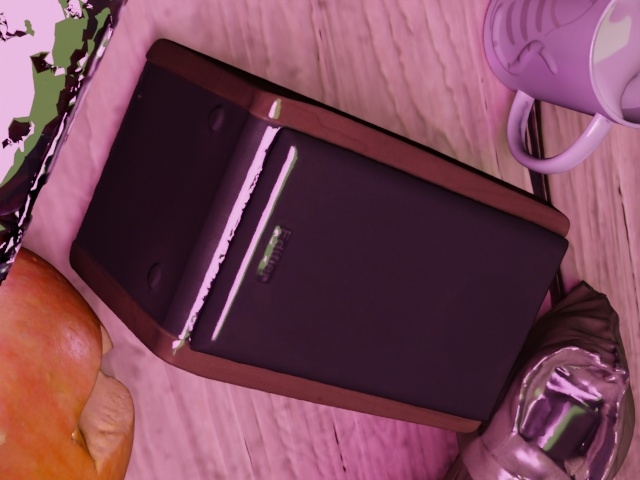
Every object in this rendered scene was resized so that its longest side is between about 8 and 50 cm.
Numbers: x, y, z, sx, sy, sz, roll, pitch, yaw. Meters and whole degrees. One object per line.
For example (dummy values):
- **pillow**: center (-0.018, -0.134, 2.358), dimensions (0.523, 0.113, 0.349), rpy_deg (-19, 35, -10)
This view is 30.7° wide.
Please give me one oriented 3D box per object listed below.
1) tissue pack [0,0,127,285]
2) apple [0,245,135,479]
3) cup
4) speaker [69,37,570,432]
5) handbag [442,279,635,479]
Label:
- **tissue pack**: center (-0.261, -0.149, 0.502), dimensions (0.370, 0.198, 0.210), rpy_deg (22, 93, -19)
- **apple**: center (-0.193, 0.103, 0.657), dimensions (0.199, 0.199, 0.199), rpy_deg (-7, 109, -23)
- **cup**: center (0.168, -0.121, 0.769), dimensions (0.136, 0.133, 0.099), rpy_deg (-40, 119, -9)
- **speaker**: center (0.000, 0.000, 0.702), dimensions (0.231, 0.192, 0.153), rpy_deg (18, 98, -32)
- **handbag**: center (0.127, 0.182, 0.800), dimensions (0.109, 0.253, 0.315), rpy_deg (28, 96, 10)
